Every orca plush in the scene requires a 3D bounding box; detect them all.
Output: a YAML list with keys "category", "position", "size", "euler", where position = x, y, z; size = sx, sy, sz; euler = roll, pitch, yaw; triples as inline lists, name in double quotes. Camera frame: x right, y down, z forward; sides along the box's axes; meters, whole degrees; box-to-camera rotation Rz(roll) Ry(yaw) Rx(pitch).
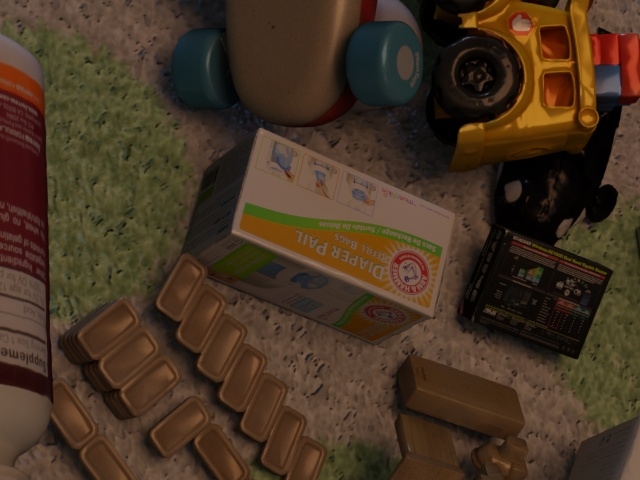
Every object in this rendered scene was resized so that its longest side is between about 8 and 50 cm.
- category: "orca plush"
  position: [0.267, -0.107, 1.870]
  size: [0.287, 0.102, 0.151]
  euler: [-41, 94, -31]

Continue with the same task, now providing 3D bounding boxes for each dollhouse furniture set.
- category: "dollhouse furniture set"
  position: [0.098, 0.204, 1.725]
  size: [0.144, 0.123, 0.151]
  euler: [20, 31, -21]

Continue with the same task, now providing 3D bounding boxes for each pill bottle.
- category: "pill bottle"
  position: [-0.313, 0.050, 1.449]
  size: [0.224, 0.224, 0.392]
  euler: [5, 72, -26]

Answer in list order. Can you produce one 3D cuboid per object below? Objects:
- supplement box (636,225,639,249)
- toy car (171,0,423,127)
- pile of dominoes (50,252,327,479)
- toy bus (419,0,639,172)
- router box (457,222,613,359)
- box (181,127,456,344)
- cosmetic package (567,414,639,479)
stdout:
- category: "supplement box"
  position: [0.394, 0.077, 1.870]
  size: [0.114, 0.111, 0.220]
  euler: [3, 72, -26]
- category: "toy car"
  position: [0.023, -0.199, 1.743]
  size: [0.238, 0.219, 0.210]
  euler: [6, 85, -59]
- category: "pile of dominoes"
  position: [-0.116, 0.160, 1.637]
  size: [0.196, 0.040, 0.251]
  euler: [-40, 102, -32]
- category: "toy bus"
  position: [0.199, -0.182, 1.770]
  size: [0.211, 0.149, 0.220]
  euler: [-5, 80, 1]
- category: "router box"
  position: [0.199, 0.047, 1.801]
  size: [0.122, 0.038, 0.092]
  euler: [21, 94, -21]
- category: "box"
  position: [0.000, 0.000, 1.691]
  size: [0.203, 0.114, 0.103]
  euler: [23, 65, -20]
- category: "cosmetic package"
  position: [0.316, 0.311, 1.715]
  size: [0.224, 0.138, 0.224]
  euler: [27, 67, -8]
